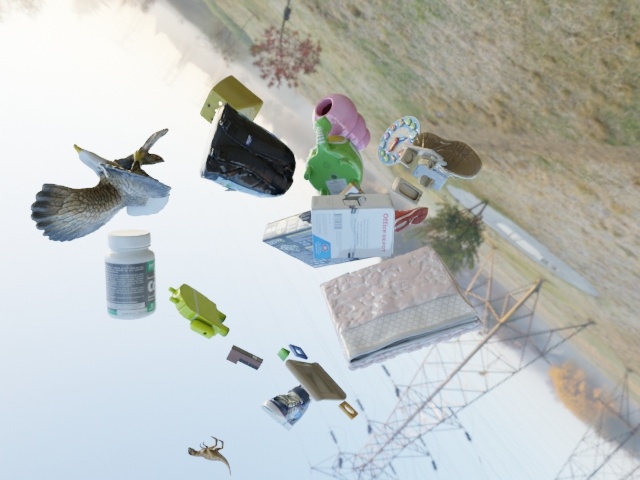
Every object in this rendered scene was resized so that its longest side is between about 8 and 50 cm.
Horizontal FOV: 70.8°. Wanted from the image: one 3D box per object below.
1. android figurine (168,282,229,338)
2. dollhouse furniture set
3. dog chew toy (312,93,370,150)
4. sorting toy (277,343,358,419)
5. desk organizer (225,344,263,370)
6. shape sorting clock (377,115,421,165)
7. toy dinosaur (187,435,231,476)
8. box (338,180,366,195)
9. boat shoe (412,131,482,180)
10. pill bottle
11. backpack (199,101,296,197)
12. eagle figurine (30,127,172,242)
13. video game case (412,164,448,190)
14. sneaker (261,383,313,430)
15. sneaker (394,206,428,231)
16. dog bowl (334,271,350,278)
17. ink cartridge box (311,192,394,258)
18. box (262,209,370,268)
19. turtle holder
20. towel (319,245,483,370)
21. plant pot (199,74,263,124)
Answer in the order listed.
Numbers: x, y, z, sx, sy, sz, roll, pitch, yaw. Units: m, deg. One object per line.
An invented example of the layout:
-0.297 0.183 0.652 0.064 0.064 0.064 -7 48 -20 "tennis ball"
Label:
-0.461 0.262 1.701 0.273 0.056 0.248 42 -172 -36 "android figurine"
0.319 -0.196 1.418 0.144 0.151 0.123 25 -176 -35 "dollhouse furniture set"
0.115 -0.520 2.061 0.332 0.206 0.206 29 -166 -46 "dog chew toy"
-0.019 0.478 1.505 0.348 0.047 0.196 41 -172 33 "sorting toy"
-0.285 0.446 1.691 0.130 0.050 0.047 27 -178 -4 "desk organizer"
0.296 -0.381 1.715 0.040 0.206 0.206 22 -162 -38 "shape sorting clock"
-0.419 0.846 1.784 0.212 0.112 0.064 10 148 16 "toy dinosaur"
0.122 -0.114 1.448 0.136 0.081 0.028 46 -148 3 "box"
0.423 -0.272 1.474 0.089 0.104 0.285 33 -169 -44 "boat shoe"
-0.819 0.142 1.944 0.205 0.360 0.204 2 -169 0 "pill bottle"
-0.261 -0.300 1.703 0.356 0.289 0.273 16 171 -24 "backpack"
-0.435 -0.114 0.951 0.225 0.226 0.298 13 -152 -19 "eagle figurine"
0.434 -0.282 1.660 0.119 0.166 0.015 32 -154 0 "video game case"
-0.135 0.729 2.084 0.130 0.236 0.322 26 154 29 "sneaker"
0.363 -0.121 1.984 0.221 0.086 0.128 -20 -138 -32 "sneaker"
0.176 0.265 2.181 0.297 0.074 0.166 55 177 -37 "dog bowl"
0.075 -0.034 1.083 0.191 0.139 0.082 -2 -148 0 "ink cartridge box"
0.000 0.000 1.841 0.318 0.097 0.395 27 154 -34 "box"
0.041 -0.336 1.878 0.320 0.243 0.227 34 -135 -27 "turtle holder"
0.183 0.152 1.128 0.317 0.332 0.053 -111 3 -57 "towel"
-0.436 -0.617 2.110 0.212 0.212 0.187 41 -147 3 "plant pot"
